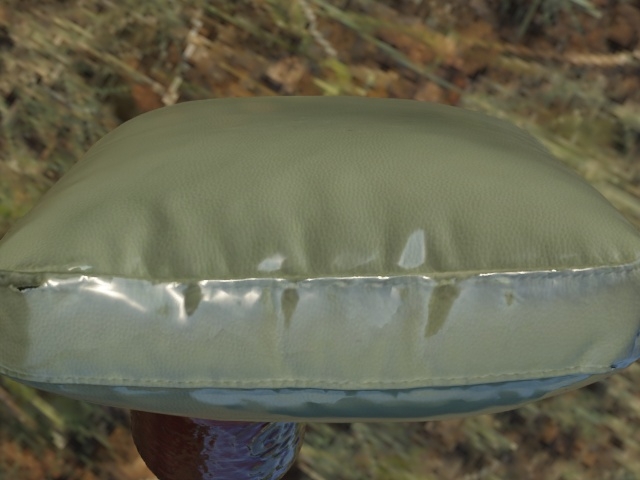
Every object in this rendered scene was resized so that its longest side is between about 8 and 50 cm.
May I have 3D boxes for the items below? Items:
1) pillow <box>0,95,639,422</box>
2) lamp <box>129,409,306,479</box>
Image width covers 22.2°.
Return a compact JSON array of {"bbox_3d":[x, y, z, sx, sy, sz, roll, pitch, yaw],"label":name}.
[{"bbox_3d":[0.000,0.000,0.719,0.322,0.255,0.119,-95,-175,-78],"label":"pillow"},{"bbox_3d":[-0.086,0.133,1.487,0.180,0.180,0.258,-37,152,-30],"label":"lamp"}]
